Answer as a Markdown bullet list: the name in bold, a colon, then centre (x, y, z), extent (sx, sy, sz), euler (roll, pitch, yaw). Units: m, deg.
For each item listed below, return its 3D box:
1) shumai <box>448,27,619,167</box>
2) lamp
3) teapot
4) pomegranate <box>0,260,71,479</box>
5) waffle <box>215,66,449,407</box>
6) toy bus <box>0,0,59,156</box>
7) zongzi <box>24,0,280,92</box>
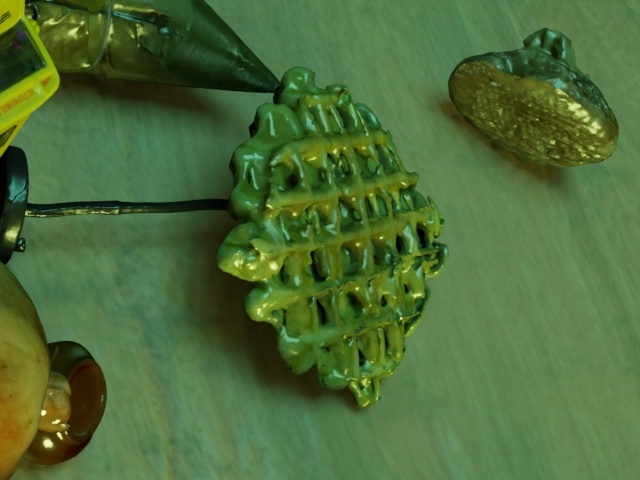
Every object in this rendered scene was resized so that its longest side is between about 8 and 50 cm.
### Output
- **shumai**: centre (0.262, -0.180, 1.822), extent (0.210, 0.161, 0.153), euler (22, 51, 5)
- **lamp**: centre (-0.164, -0.060, 1.479), extent (0.371, 0.130, 0.108), euler (-13, 82, -32)
- **teapot**: centre (-0.236, 0.137, 1.334), extent (0.129, 0.078, 0.098), euler (-61, 141, -52)
- **pomegranate**: centre (-0.315, 0.107, 1.180), extent (0.270, 0.252, 0.229), euler (11, 35, -24)
- **waffle**: centre (0.019, -0.006, 1.526), extent (0.297, 0.073, 0.317), euler (47, 43, -30)
- **toy bus**: centre (-0.326, -0.115, 1.271), extent (0.152, 0.330, 0.144), euler (48, 46, 1)
- **zongzi**: centre (-0.213, -0.297, 1.588), extent (0.360, 0.160, 0.323), euler (8, 56, -28)
